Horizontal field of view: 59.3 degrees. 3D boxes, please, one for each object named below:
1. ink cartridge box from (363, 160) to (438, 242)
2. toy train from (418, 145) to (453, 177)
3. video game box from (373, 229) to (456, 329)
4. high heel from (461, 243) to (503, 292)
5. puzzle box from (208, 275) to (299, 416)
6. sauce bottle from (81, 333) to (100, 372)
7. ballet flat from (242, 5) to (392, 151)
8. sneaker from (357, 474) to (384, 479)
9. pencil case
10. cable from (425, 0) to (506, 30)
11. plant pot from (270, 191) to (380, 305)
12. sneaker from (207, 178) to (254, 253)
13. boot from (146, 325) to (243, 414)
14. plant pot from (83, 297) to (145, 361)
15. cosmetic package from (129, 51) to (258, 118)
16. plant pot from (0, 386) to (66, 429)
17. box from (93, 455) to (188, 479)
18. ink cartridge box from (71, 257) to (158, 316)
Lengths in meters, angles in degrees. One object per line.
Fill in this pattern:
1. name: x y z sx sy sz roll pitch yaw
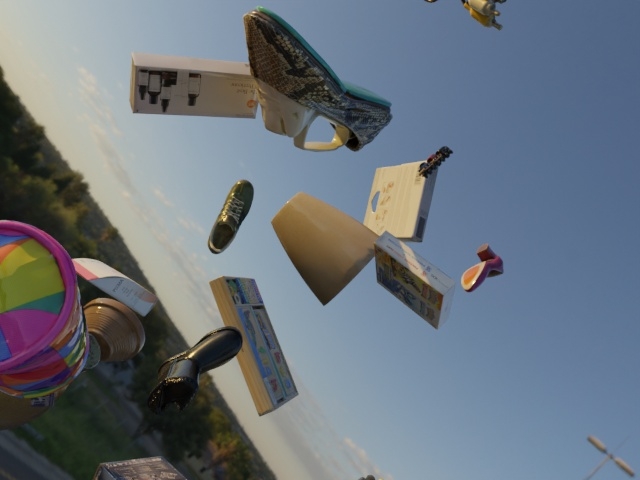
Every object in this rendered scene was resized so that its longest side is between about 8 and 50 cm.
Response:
1. ink cartridge box: 0.267 -0.127 1.921 0.060 0.275 0.239 24 -15 -37
2. toy train: 0.282 -0.196 1.383 0.036 0.158 0.027 45 -44 4
3. video game box: 0.201 0.091 1.225 0.187 0.048 0.205 36 -18 24
4. high heel: 0.505 0.114 1.720 0.082 0.244 0.117 -31 -79 35
5. puzzle box: -0.192 0.304 1.692 0.272 0.052 0.408 24 43 -77
6. sauce bottle: -0.777 0.348 1.548 0.111 0.345 0.111 -21 90 -75
7. ballet flat: -0.009 -0.261 1.086 0.164 0.182 0.483 38 13 27
8. sneaker: 0.194 0.693 1.253 0.343 0.134 0.146 44 -6 8
9. pencil case: -0.230 0.067 0.424 0.104 0.104 0.236 54 -29 5
10. cable: 0.315 -0.584 1.294 0.287 0.072 0.139 38 -24 40
11. plant pot: 0.000 0.000 1.591 0.274 0.256 0.256 44 -18 3
12. sneaker: -0.207 -0.051 1.315 0.064 0.192 0.086 27 4 -13
13. boot: -0.301 0.321 1.386 0.094 0.247 0.207 64 -4 -13
14. plant pot: -0.712 0.317 1.850 0.237 0.237 0.109 60 25 -15
15. cosmetic package: -0.235 -0.291 1.070 0.060 0.239 0.098 -117 -146 -40
16. plant pot: -0.452 0.118 0.642 0.237 0.237 0.254 52 0 11
17. box: -0.506 0.707 1.627 0.183 0.056 0.231 24 2 35
18. ink cartridge box: -0.375 0.049 0.941 0.145 0.045 0.179 16 -25 49
